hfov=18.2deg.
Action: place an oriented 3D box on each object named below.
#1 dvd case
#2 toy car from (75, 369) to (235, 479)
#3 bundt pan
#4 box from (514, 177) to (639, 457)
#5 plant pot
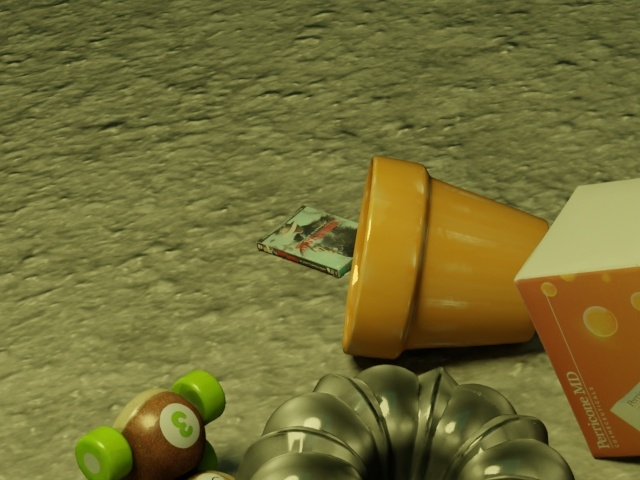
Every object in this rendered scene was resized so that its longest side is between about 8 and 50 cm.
[{"bbox_3d":[0.000,0.000,2.257,0.119,0.013,0.087,18,42,36],"label":"dvd case"},{"bbox_3d":[-0.108,0.234,1.834,0.188,0.149,0.155,30,39,29],"label":"toy car"},{"bbox_3d":[0.079,0.229,1.728,0.331,0.124,0.331,5,39,-4],"label":"bundt pan"},{"bbox_3d":[0.388,0.060,1.812,0.345,0.215,0.168,-8,29,38],"label":"box"},{"bbox_3d":[0.130,0.028,2.040,0.188,0.205,0.205,9,34,-1],"label":"plant pot"}]
